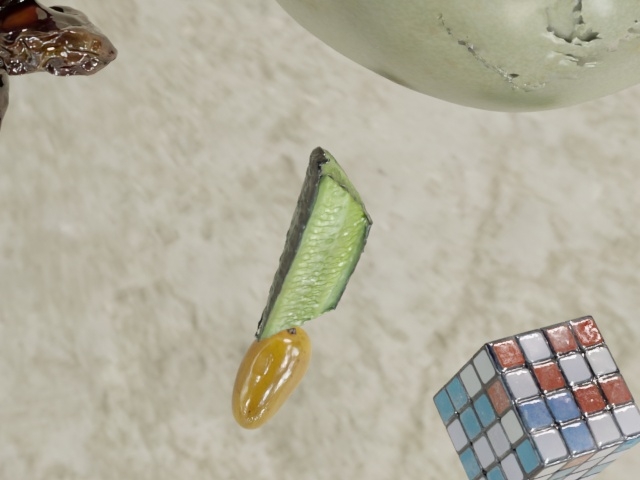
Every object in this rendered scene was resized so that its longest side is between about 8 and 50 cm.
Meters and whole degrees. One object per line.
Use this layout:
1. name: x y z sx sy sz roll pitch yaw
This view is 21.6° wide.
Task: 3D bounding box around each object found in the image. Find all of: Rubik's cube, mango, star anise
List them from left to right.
1. star anise: -0.247 -0.151 1.129 0.220 0.126 0.190 -22 100 39
2. mango: -0.052 0.133 1.659 0.060 0.080 0.114 32 93 6
3. Rubik's cube: 0.147 0.117 1.130 0.092 0.092 0.092 -13 67 -28

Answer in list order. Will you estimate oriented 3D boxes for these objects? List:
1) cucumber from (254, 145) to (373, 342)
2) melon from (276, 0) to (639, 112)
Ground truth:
1. cucumber: 0.000 0.000 1.366 0.070 0.046 0.220 -1 140 -20
2. melon: 0.081 -0.198 0.785 0.268 0.268 0.330 -50 148 3
